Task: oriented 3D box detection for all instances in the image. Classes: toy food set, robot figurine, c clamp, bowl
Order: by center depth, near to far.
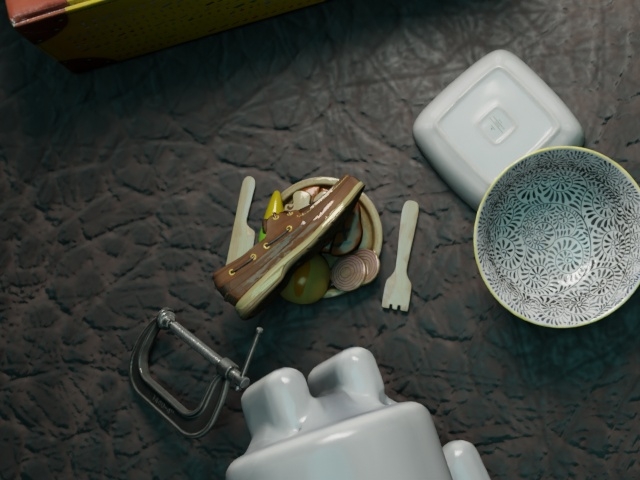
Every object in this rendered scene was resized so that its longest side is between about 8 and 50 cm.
[{"bbox_3d":[0.038,0.281,1.186,0.300,0.200,0.353,-14,79,-19],"label":"robot figurine"},{"bbox_3d":[0.224,-0.005,1.249,0.170,0.080,0.170,0,94,-2],"label":"bowl"},{"bbox_3d":[-0.127,0.119,1.284,0.161,0.022,0.137,27,103,39],"label":"c clamp"},{"bbox_3d":[0.175,-0.108,1.292,0.142,0.053,0.142,-42,81,2],"label":"bowl"},{"bbox_3d":[0.000,0.000,1.308,0.192,0.038,0.132,7,84,9],"label":"toy food set"}]

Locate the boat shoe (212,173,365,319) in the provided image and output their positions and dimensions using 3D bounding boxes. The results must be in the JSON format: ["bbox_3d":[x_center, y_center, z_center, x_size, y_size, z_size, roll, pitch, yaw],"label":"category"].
[{"bbox_3d":[-0.031,-0.004,1.263,0.060,0.064,0.178,44,84,9],"label":"boat shoe"}]

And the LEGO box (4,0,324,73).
[{"bbox_3d":[-0.086,-0.424,1.297,0.500,0.193,0.372,-15,81,6],"label":"LEGO box"}]
